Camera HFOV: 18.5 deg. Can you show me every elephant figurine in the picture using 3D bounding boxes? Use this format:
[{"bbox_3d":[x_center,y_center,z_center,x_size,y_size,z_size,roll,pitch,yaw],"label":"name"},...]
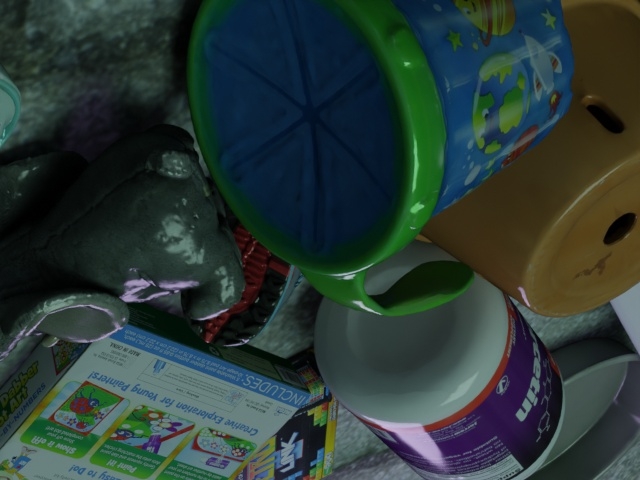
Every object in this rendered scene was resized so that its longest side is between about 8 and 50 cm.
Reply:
[{"bbox_3d":[-0.187,0.018,1.460,0.239,0.169,0.186,-21,119,1],"label":"elephant figurine"}]

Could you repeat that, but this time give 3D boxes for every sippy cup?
[{"bbox_3d":[0.059,-0.118,1.443,0.224,0.240,0.305,-24,150,-39],"label":"sippy cup"}]

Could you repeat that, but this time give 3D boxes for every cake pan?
[{"bbox_3d":[0.266,0.218,2.255,0.293,0.054,0.293,-26,147,-19],"label":"cake pan"}]

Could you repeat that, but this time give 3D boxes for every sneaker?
[{"bbox_3d":[-0.024,-0.037,1.618,0.262,0.104,0.125,-53,176,9],"label":"sneaker"}]

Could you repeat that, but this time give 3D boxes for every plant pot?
[{"bbox_3d":[0.196,-0.074,1.665,0.291,0.203,0.291,-27,146,-20],"label":"plant pot"}]

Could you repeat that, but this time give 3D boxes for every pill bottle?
[{"bbox_3d":[0.126,0.132,1.880,0.181,0.181,0.323,-39,149,2],"label":"pill bottle"}]

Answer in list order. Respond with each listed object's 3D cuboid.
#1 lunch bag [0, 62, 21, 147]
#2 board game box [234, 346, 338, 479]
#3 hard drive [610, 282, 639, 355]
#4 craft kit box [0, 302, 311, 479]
[{"bbox_3d":[-0.331,-0.081,1.211,0.224,0.108,0.279,-51,147,14],"label":"lunch bag"},{"bbox_3d":[-0.054,0.194,1.905,0.141,0.048,0.170,-26,146,-22],"label":"board game box"},{"bbox_3d":[0.413,0.031,2.032,0.233,0.047,0.353,-16,142,17],"label":"hard drive"},{"bbox_3d":[-0.174,0.172,1.708,0.250,0.061,0.246,26,110,-44],"label":"craft kit box"}]
